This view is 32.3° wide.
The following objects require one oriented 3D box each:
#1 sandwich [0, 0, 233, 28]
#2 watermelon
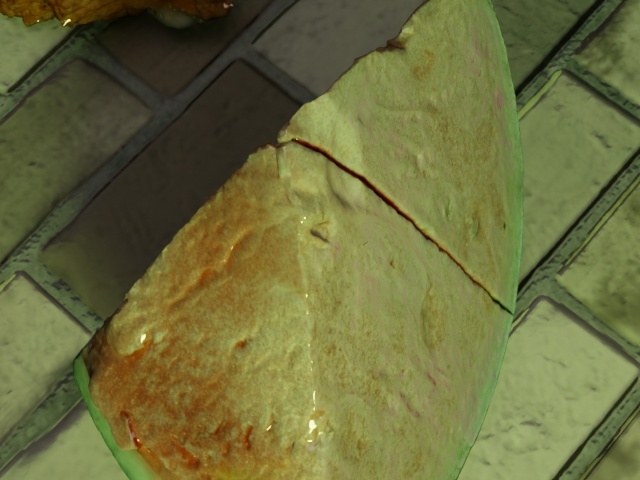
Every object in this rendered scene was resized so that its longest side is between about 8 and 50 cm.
[{"bbox_3d":[-0.164,-0.257,0.859,0.292,0.109,0.212,-9,68,-2],"label":"sandwich"},{"bbox_3d":[-0.019,0.018,0.710,0.222,0.319,0.292,2,23,32],"label":"watermelon"}]
